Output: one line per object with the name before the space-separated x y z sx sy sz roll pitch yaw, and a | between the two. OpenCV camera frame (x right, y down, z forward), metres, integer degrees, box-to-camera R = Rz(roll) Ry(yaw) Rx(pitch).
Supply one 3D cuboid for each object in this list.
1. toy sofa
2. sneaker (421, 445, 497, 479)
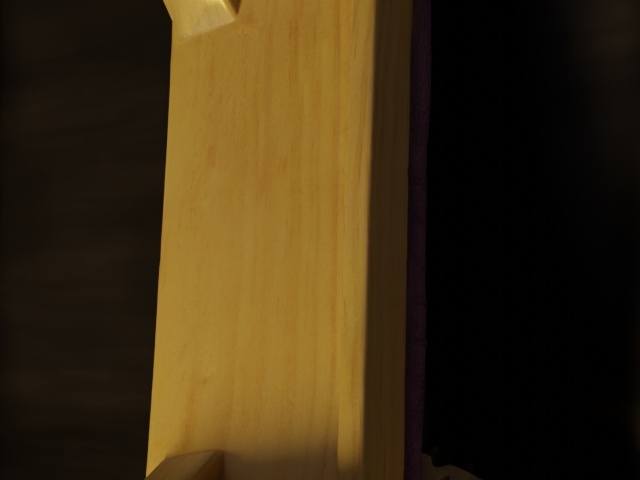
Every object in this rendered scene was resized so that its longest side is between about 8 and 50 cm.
toy sofa | 0.000 0.000 0.932 0.150 0.177 0.363 -13 64 34
sneaker | 0.070 0.167 0.933 0.234 0.078 0.106 16 77 51
